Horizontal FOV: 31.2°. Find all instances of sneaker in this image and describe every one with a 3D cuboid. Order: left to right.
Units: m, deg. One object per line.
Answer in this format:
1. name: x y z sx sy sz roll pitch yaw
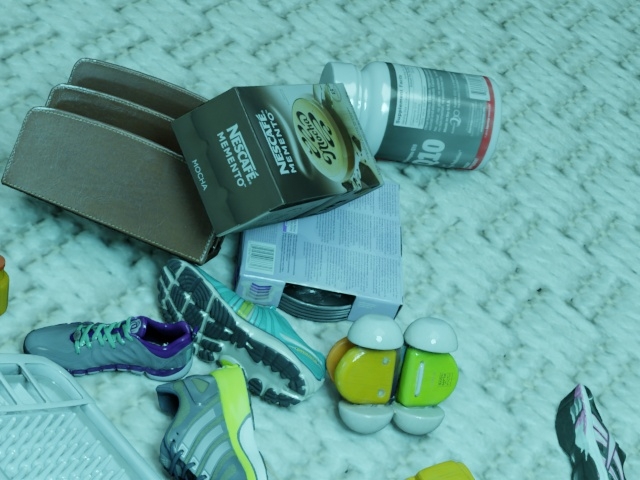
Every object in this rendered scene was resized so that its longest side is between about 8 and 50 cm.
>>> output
1. sneaker: -0.273 0.124 1.504 0.224 0.098 0.083 5 49 -15
2. sneaker: -0.135 0.284 1.414 0.121 0.111 0.300 -5 41 -12
3. sneaker: -0.110 0.123 1.581 0.275 0.107 0.110 39 30 10
4. sneaker: 0.388 0.291 1.613 0.077 0.072 0.178 13 54 -24

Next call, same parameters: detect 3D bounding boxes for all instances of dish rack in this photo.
1. dish rack: -0.309 0.266 1.311 0.333 0.072 0.285 43 10 20

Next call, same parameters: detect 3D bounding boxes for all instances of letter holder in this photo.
1. letter holder: -0.255 -0.124 1.621 0.302 0.214 0.152 22 6 1

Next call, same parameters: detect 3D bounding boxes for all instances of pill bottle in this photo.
1. pill bottle: 0.141 -0.209 1.897 0.283 0.161 0.161 6 48 -13

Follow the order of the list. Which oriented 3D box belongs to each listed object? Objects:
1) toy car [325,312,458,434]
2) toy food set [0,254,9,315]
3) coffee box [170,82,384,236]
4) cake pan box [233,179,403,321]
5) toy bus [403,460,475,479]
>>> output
1. toy car: 0.095 0.174 1.572 0.182 0.159 0.136 4 11 -19
2. toy food set: -0.509 0.089 1.450 0.232 0.104 0.111 -4 52 -22
3. coffee box: -0.050 -0.117 1.575 0.297 0.119 0.168 -16 83 -60
4. cake pan box: 0.000 0.000 1.729 0.246 0.070 0.267 9 48 -9
5. toy bus: 0.217 0.414 1.391 0.108 0.130 0.332 -11 55 -27
